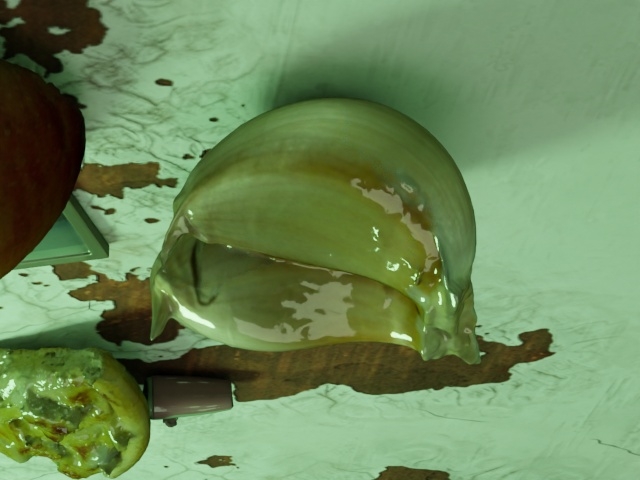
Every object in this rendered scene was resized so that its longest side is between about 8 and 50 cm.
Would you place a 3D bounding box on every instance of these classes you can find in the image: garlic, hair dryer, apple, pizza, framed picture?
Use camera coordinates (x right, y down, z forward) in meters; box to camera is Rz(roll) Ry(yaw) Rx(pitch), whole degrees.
[{"bbox_3d":[0.000,0.000,1.787,0.313,0.249,0.286,12,174,15],"label":"garlic"},{"bbox_3d":[-0.172,0.201,2.376,0.106,0.054,0.154,0,164,-16],"label":"hair dryer"},{"bbox_3d":[-0.332,-0.049,1.687,0.179,0.254,0.346,36,162,12],"label":"apple"},{"bbox_3d":[-0.310,0.207,2.272,0.223,0.089,0.323,9,152,2],"label":"pizza"},{"bbox_3d":[-0.378,-0.015,1.933,0.289,0.016,0.213,-7,153,9],"label":"framed picture"}]
